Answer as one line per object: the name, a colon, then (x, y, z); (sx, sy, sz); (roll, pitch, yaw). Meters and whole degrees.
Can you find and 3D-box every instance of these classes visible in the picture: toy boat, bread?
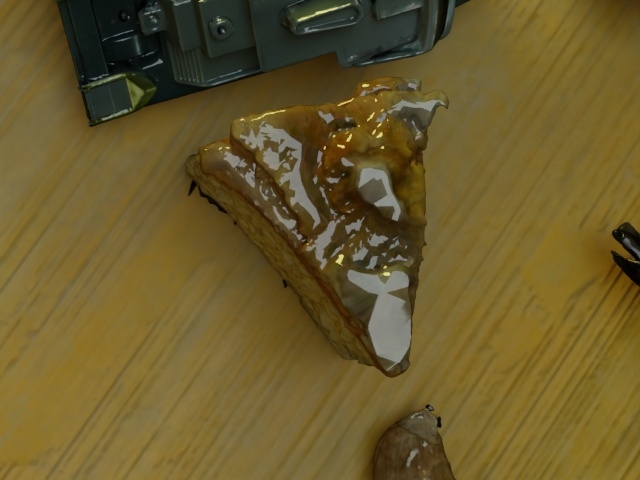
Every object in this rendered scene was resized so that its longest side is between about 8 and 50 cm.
toy boat: (0.001, -0.150, 0.892); (0.296, 0.122, 0.114); (-16, 130, -8)
bread: (0.000, 0.000, 0.880); (0.127, 0.147, 0.152); (-8, 86, -11)

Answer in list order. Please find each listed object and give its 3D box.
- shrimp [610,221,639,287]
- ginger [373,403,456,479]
shrimp: (0.285, 0.179, 0.979); (0.272, 0.085, 0.445); (-40, 101, -6)
ginger: (0.147, 0.233, 0.925); (0.334, 0.148, 0.081); (41, 42, 3)
